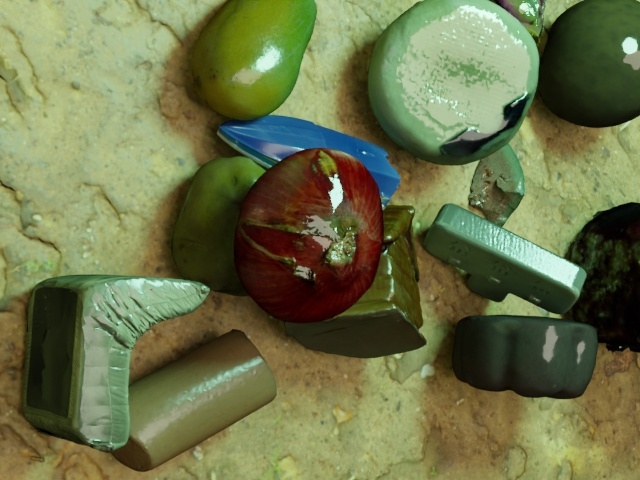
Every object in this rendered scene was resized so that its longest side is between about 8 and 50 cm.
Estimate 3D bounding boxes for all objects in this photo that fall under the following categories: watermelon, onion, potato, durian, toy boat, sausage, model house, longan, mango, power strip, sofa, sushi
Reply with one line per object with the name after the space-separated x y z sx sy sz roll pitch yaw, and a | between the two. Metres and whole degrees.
0.314 -0.111 2.013 0.080 0.101 0.155 18 70 -22 | watermelon
-0.004 -0.002 1.583 0.248 0.161 0.248 -36 137 -43 | onion
-0.127 -0.020 1.662 0.154 0.137 0.200 16 82 -33 | potato
0.337 -0.416 2.028 0.108 0.119 0.187 7 71 2 | durian
-0.028 -0.128 1.750 0.295 0.129 0.088 16 122 -32 | toy boat
-0.193 0.230 1.629 0.252 0.123 0.123 -27 105 -31 | sausage
0.053 0.050 1.786 0.220 0.199 0.229 69 18 -60 | model house
0.502 -0.317 2.061 0.248 0.248 0.248 0 90 -35 | longan
-0.092 -0.289 1.696 0.156 0.114 0.251 31 71 -8 | mango
0.298 0.046 1.932 0.265 0.194 0.059 26 69 6 | power strip
-0.275 0.155 1.522 0.176 0.210 0.226 5 84 -36 | sofa
0.632 0.067 2.100 0.281 0.294 0.300 22 77 -30 | sushi

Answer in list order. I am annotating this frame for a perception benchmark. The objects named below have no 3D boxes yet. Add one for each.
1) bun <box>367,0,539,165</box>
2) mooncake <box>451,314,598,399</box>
0.203 -0.261 1.877 0.283 0.179 0.283 -2 98 -12 | bun
0.339 0.188 1.929 0.244 0.245 0.133 8 89 -35 | mooncake
